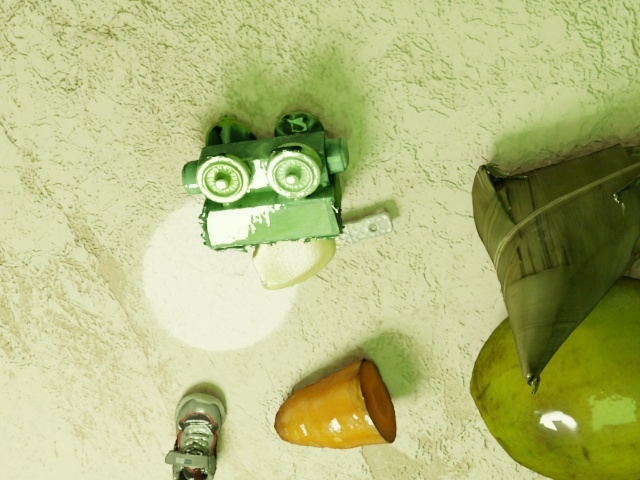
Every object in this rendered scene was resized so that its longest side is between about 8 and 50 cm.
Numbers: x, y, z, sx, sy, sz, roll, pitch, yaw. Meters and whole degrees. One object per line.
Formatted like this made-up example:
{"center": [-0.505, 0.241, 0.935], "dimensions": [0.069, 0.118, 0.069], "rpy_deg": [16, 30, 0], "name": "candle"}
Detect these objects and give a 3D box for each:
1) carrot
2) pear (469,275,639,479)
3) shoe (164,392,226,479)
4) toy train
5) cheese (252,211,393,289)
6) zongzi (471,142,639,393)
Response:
{"center": [0.012, 0.314, 1.643], "dimensions": [0.225, 0.159, 0.159], "rpy_deg": [-17, 113, 21], "name": "carrot"}
{"center": [0.455, 0.238, 1.480], "dimensions": [0.413, 0.352, 0.352], "rpy_deg": [-27, 110, 25], "name": "pear"}
{"center": [-0.244, 0.403, 1.710], "dimensions": [0.099, 0.125, 0.228], "rpy_deg": [9, 117, 3], "name": "shoe"}
{"center": [-0.084, -0.094, 1.458], "dimensions": [0.271, 0.159, 0.188], "rpy_deg": [-7, 124, 7], "name": "toy train"}
{"center": [0.000, 0.000, 1.548], "dimensions": [0.255, 0.050, 0.127], "rpy_deg": [-18, 112, 11], "name": "cheese"}
{"center": [0.466, 0.004, 1.340], "dimensions": [0.447, 0.418, 0.181], "rpy_deg": [-16, 133, 14], "name": "zongzi"}
